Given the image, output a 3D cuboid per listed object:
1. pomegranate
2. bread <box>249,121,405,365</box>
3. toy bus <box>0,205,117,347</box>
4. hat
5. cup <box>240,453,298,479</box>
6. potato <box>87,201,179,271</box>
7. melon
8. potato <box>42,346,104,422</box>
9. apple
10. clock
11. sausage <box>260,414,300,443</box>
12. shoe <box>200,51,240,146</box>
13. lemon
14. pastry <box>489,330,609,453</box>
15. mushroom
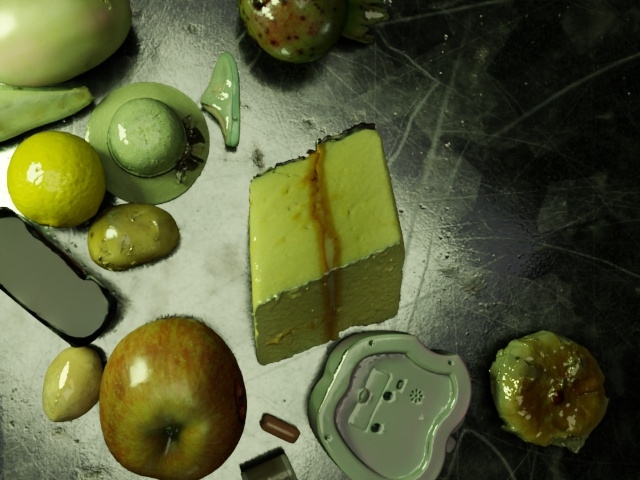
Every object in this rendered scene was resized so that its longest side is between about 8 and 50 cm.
[{"bbox_3d":[-0.016,-0.492,1.427,0.306,0.242,0.242,-25,90,-30],"label":"pomegranate"},{"bbox_3d":[0.000,0.000,1.480,0.346,0.242,0.404,-10,54,-6],"label":"bread"},{"bbox_3d":[-0.519,0.070,1.327,0.303,0.147,0.127,40,79,-5],"label":"toy bus"},{"bbox_3d":[-0.344,-0.203,1.386,0.257,0.130,0.257,1,86,-9],"label":"hat"},{"bbox_3d":[-0.094,0.487,1.400,0.099,0.074,0.102,-23,90,-10],"label":"cup"},{"bbox_3d":[-0.367,-0.010,1.371,0.176,0.137,0.137,-26,90,-12],"label":"potato"},{"bbox_3d":[-0.507,-0.416,1.330,0.317,0.223,0.223,-26,90,-9],"label":"melon"},{"bbox_3d":[-0.469,0.274,1.345,0.112,0.112,0.146,15,76,-8],"label":"potato"},{"bbox_3d":[-0.272,0.300,1.299,0.278,0.250,0.309,-25,92,-11],"label":"apple"},{"bbox_3d":[0.148,0.348,1.436,0.339,0.102,0.338,1,86,-9],"label":"clock"},{"bbox_3d":[-0.082,0.382,1.431,0.083,0.034,0.034,27,82,-5],"label":"sausage"},{"bbox_3d":[-0.205,-0.287,1.440,0.078,0.079,0.195,-7,91,-17],"label":"shoe"},{"bbox_3d":[-0.495,-0.119,1.330,0.179,0.178,0.203,-4,67,-9],"label":"lemon"},{"bbox_3d":[0.485,0.312,1.482,0.257,0.121,0.235,15,83,-8],"label":"pastry"},{"bbox_3d":[-0.615,-0.248,1.369,0.333,0.087,0.107,-26,109,-12],"label":"mushroom"}]
